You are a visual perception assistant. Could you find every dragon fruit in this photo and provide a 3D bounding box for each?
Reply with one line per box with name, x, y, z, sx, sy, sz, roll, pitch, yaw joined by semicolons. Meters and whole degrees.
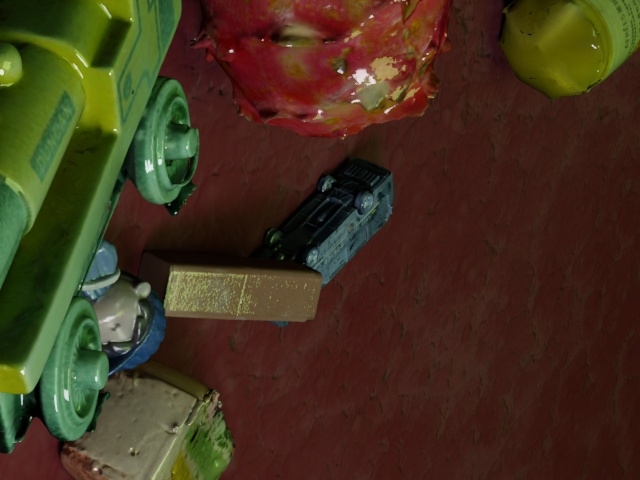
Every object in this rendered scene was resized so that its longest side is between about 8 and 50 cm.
dragon fruit;0.006;-0.204;1.313;0.205;0.210;0.268;-103;-156;-73

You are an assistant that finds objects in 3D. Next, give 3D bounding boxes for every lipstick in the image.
lipstick;-0.070;0.037;1.422;0.145;0.045;0.045;4;105;-37

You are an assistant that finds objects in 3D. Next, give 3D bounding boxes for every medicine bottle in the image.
medicine bottle;0.269;-0.229;1.765;0.239;0.124;0.124;-40;137;-38

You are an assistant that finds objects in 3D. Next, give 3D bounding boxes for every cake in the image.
cake;-0.131;0.170;1.449;0.109;0.090;0.225;-62;166;-17

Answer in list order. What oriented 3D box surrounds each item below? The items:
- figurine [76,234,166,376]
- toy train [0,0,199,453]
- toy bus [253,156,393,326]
figurine;-0.168;0.036;1.298;0.087;0.086;0.149;-95;162;-53
toy train;-0.175;-0.043;1.075;0.237;0.150;0.369;87;13;-46
toy bus;0.000;0.000;1.548;0.166;0.047;0.065;-45;145;-32
